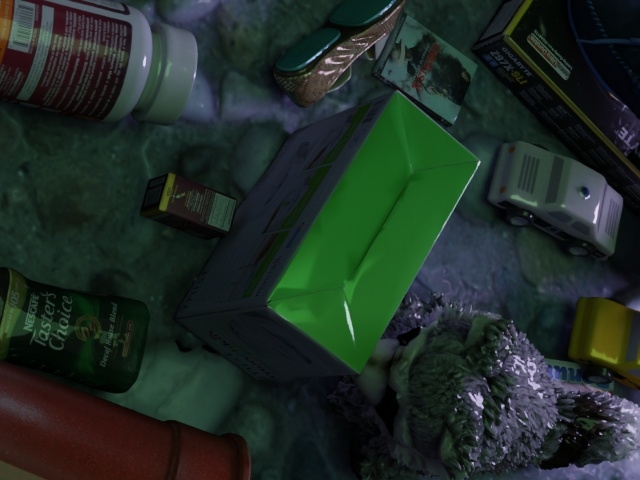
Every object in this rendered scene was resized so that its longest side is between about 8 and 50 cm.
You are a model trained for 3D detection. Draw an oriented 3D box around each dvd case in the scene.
[{"bbox_3d":[0.123,-0.199,1.700,0.119,0.013,0.087,32,70,-22],"label":"dvd case"}]

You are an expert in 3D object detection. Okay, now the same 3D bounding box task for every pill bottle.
[{"bbox_3d":[-0.241,-0.183,1.430,0.221,0.121,0.121,12,79,-28],"label":"pill bottle"}]

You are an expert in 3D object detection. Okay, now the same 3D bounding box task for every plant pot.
[{"bbox_3d":[-0.245,0.244,1.312,0.265,0.272,0.272,28,71,-15],"label":"plant pot"}]

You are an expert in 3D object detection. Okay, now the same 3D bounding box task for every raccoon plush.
[{"bbox_3d":[0.220,0.154,1.527,0.446,0.299,0.216,-1,88,-23],"label":"raccoon plush"}]

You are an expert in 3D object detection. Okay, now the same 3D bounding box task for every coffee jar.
[{"bbox_3d":[-0.264,0.085,1.410,0.184,0.079,0.096,16,77,-27],"label":"coffee jar"}]

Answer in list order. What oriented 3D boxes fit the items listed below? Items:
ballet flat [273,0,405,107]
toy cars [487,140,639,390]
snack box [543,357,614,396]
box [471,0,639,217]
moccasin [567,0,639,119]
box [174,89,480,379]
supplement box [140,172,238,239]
[{"bbox_3d":[0.028,-0.218,1.629,0.206,0.073,0.067,-40,131,-24],"label":"ballet flat"},{"bbox_3d":[0.346,0.039,1.740,0.176,0.087,0.393,-30,95,-34],"label":"toy cars"},{"bbox_3d":[0.273,0.174,1.735,0.178,0.022,0.064,10,78,-28],"label":"snack box"},{"bbox_3d":[0.372,-0.228,1.808,0.322,0.079,0.257,43,64,-18],"label":"box"},{"bbox_3d":[0.422,-0.186,1.673,0.138,0.117,0.342,-36,81,-17],"label":"moccasin"},{"bbox_3d":[0.000,0.000,1.481,0.127,0.231,0.262,38,67,-18],"label":"box"},{"bbox_3d":[-0.136,-0.035,1.510,0.083,0.055,0.043,21,74,-27],"label":"supplement box"}]
